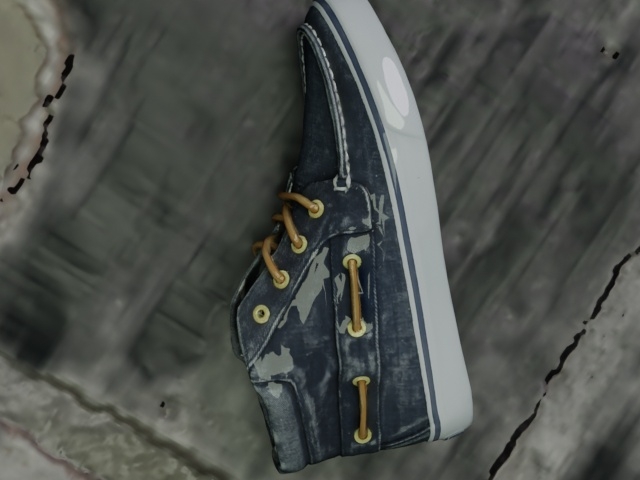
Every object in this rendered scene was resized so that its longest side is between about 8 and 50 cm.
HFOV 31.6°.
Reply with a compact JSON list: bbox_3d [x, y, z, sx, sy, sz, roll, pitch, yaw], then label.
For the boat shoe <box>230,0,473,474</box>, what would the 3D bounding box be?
[{"bbox_3d":[0.000,0.000,0.431,0.083,0.065,0.183,-15,101,-8],"label":"boat shoe"}]
